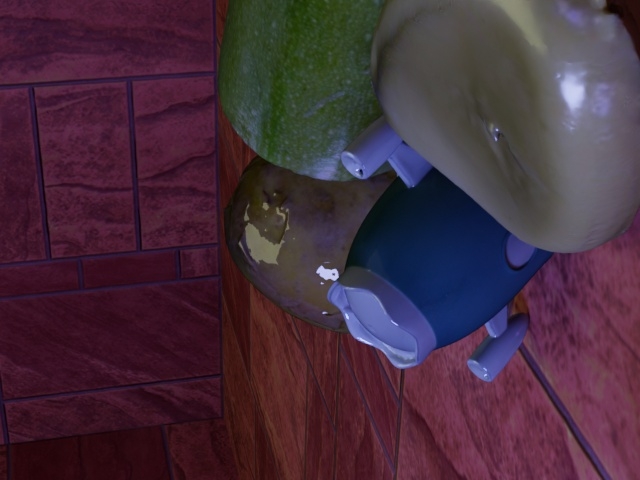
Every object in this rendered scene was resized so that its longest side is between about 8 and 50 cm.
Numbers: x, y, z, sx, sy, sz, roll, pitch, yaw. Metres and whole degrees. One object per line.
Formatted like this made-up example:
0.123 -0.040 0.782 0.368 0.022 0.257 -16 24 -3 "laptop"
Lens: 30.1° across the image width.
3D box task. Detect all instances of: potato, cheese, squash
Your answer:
0.000 0.000 1.549 0.289 0.237 0.301 -116 24 -58 "potato"
0.148 -0.118 0.870 0.259 0.128 0.316 40 161 8 "cheese"
0.042 -0.262 1.199 0.384 0.263 0.263 109 152 -60 "squash"

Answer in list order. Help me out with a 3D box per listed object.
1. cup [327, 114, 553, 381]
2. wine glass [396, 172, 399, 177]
0.102 0.022 1.096 0.167 0.173 0.300 15 145 52 "cup"
0.123 -0.018 1.382 0.074 0.074 0.262 158 108 -77 "wine glass"
